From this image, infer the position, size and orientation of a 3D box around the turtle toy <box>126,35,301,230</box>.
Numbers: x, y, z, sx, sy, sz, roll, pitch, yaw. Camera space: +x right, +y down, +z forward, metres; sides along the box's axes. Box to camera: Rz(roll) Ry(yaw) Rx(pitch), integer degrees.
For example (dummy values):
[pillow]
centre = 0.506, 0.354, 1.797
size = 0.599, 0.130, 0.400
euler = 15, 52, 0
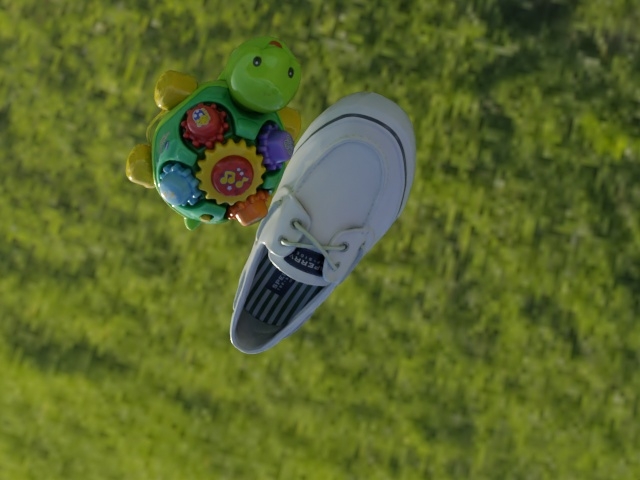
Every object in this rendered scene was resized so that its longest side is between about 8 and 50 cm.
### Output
[turtle toy]
centre = -0.053, -0.062, 1.035
size = 0.095, 0.130, 0.066
euler = 16, -161, -23

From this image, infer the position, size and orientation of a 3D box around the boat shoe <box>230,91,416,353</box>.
[boat shoe]
centre = 0.000, 0.000, 1.178
size = 0.083, 0.076, 0.226
euler = 24, 136, -1
